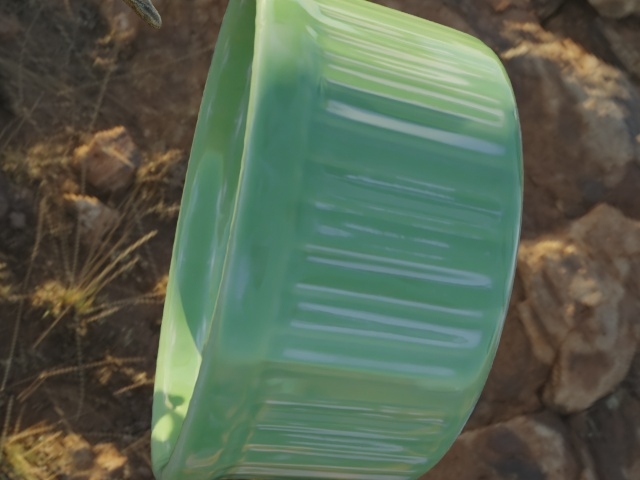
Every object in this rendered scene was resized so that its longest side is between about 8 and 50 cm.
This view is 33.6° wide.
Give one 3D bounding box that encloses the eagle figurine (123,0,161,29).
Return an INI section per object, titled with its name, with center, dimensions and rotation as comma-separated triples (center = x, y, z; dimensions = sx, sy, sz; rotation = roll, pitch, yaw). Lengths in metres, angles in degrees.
[eagle figurine]
center = -0.112, -0.338, 0.767
dimensions = 0.225, 0.298, 0.226
rotation = 52, 13, 20

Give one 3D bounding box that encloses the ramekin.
[ramekin]
center = 0.000, 0.000, 0.628
dimensions = 0.148, 0.303, 0.303
rotation = 10, 55, -12
